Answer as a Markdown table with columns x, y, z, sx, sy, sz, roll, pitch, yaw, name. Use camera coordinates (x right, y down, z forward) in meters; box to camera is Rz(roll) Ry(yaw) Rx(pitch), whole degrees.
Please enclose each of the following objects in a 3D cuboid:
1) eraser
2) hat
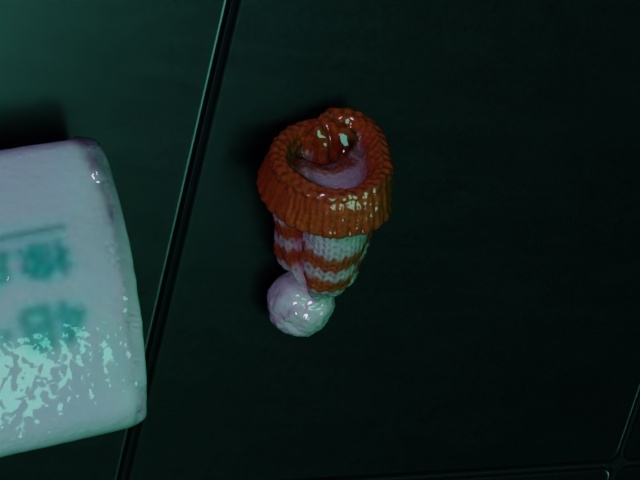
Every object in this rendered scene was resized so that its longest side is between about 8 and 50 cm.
| x | y | z | sx | sy | sz | roll | pitch | yaw | name |
| --- | --- | --- | --- | --- | --- | --- | --- | --- | --- |
| -0.258 | 0.049 | 0.966 | 0.290 | 0.104 | 0.189 | -11 | 92 | -27 | eraser |
| 0.000 | 0.000 | 1.143 | 0.093 | 0.112 | 0.162 | 2 | 128 | -3 | hat |
